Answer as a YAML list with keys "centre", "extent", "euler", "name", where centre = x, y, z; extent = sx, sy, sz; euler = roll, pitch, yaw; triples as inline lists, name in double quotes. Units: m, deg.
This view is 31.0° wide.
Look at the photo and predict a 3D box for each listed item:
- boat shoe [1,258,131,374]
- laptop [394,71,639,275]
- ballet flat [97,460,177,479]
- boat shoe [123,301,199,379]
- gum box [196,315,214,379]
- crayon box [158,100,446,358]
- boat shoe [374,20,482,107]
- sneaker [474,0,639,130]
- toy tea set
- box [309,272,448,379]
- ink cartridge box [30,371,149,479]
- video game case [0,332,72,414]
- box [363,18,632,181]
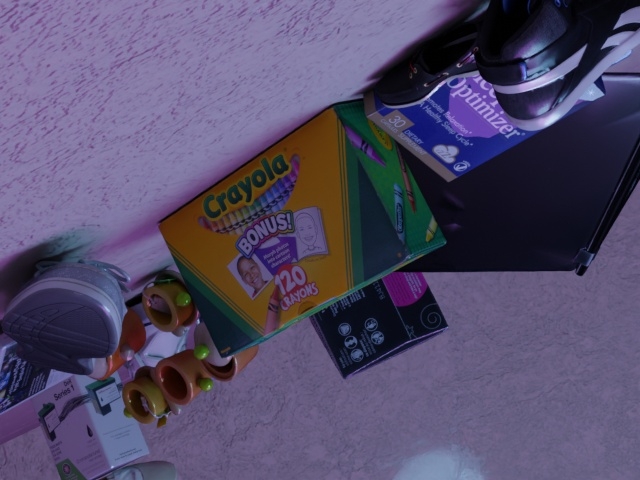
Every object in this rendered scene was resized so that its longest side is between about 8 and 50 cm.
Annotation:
- centre: [-0.265, 0.070, 1.227]
  extent: [0.118, 0.103, 0.320]
  euler: [15, 161, -8]
  name: "boat shoe"
- centre: [0.272, -0.147, 1.336]
  extent: [0.408, 0.236, 0.382]
  euler: [-53, 165, -29]
  name: "laptop"
- centre: [-0.364, 0.439, 1.988]
  extent: [0.248, 0.086, 0.086]
  euler: [-26, 174, 18]
  name: "ballet flat"
- centre: [-0.256, 0.178, 1.868]
  extent: [0.136, 0.156, 0.367]
  euler: [-23, 174, -27]
  name: "boat shoe"
- centre: [-0.163, 0.138, 1.911]
  extent: [0.041, 0.156, 0.184]
  euler: [3, 162, -21]
  name: "gum box"
- centre: [-0.026, -0.008, 1.198]
  extent: [0.278, 0.165, 0.081]
  euler: [-31, 172, 36]
  name: "crayon box"
- centre: [0.100, -0.158, 1.035]
  extent: [0.133, 0.048, 0.042]
  euler: [-20, 146, 37]
  name: "boat shoe"
- centre: [0.217, -0.204, 0.961]
  extent: [0.217, 0.079, 0.121]
  euler: [-50, 136, -8]
  name: "sneaker"
- centre: [-0.238, 0.161, 1.609]
  extent: [0.124, 0.200, 0.336]
  euler: [-32, 180, -44]
  name: "toy tea set"
- centre: [0.047, 0.048, 1.586]
  extent: [0.163, 0.247, 0.142]
  euler: [-26, 173, -1]
  name: "box"
- centre: [-0.409, 0.300, 2.001]
  extent: [0.093, 0.219, 0.160]
  euler: [-15, 167, -48]
  name: "ink cartridge box"
- centre: [-0.354, 0.144, 1.484]
  extent: [0.173, 0.022, 0.190]
  euler: [-29, 160, -39]
  name: "video game case"
- centre: [0.170, -0.148, 1.094]
  extent: [0.225, 0.036, 0.136]
  euler: [-31, 134, 29]
  name: "box"
